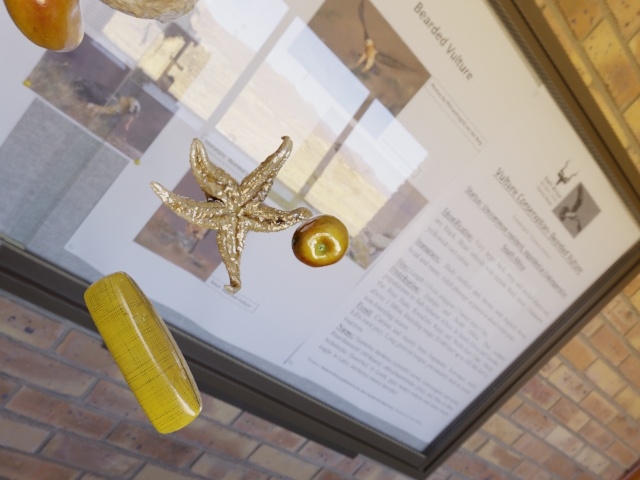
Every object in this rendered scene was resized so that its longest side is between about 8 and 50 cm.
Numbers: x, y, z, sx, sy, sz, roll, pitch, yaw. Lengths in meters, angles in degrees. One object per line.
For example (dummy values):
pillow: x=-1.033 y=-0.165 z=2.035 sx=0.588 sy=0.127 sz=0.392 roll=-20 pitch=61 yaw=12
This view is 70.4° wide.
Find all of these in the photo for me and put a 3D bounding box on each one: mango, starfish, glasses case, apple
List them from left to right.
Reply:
mango: x=-0.537 y=-0.460 z=0.890 sx=0.120 sy=0.151 sz=0.221 roll=16 pitch=-30 yaw=-4
glasses case: x=-0.243 y=0.152 z=0.630 sx=0.234 sy=0.079 sz=0.064 roll=60 pitch=3 yaw=1
starfish: x=-0.162 y=-0.056 z=0.927 sx=0.375 sy=0.327 sz=0.094 roll=-4 pitch=15 yaw=-38
apple: x=0.000 y=0.000 z=0.874 sx=0.102 sy=0.114 sz=0.099 roll=-135 pitch=-144 yaw=-78

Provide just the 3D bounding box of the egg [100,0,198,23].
egg: x=-0.213 y=-0.390 z=0.546 sx=0.195 sy=0.195 sz=0.233 roll=-90 pitch=175 yaw=-78
